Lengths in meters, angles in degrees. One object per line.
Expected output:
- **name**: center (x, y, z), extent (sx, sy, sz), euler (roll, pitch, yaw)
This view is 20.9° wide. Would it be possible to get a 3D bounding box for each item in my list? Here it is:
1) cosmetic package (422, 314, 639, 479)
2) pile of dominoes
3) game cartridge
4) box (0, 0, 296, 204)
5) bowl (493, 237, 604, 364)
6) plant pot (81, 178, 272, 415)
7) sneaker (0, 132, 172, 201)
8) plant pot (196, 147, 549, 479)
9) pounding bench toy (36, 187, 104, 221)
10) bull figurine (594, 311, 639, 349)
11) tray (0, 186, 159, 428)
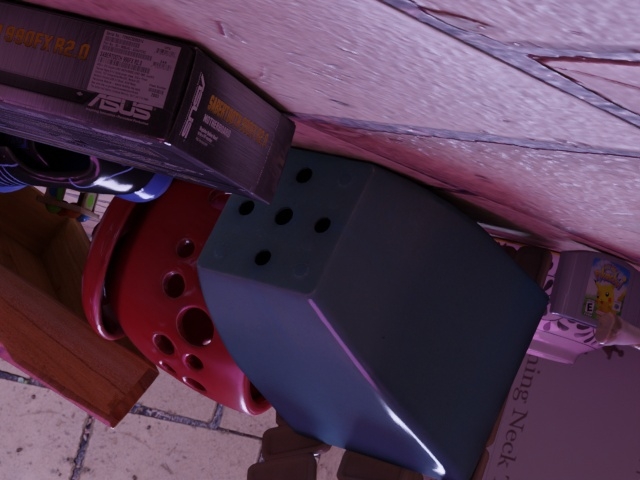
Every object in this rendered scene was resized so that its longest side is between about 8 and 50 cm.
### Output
- **cosmetic package**: center (0.297, 0.232, 1.636), extent (0.327, 0.329, 0.394), euler (20, 173, -41)
- **pile of dominoes**: center (0.066, 0.114, 1.373), extent (0.196, 0.251, 0.040), euler (5, 149, 32)
- **game cartridge**: center (0.207, 0.038, 1.290), extent (0.083, 0.056, 0.017), euler (18, 169, -33)
- **box**: center (-0.149, -0.088, 1.005), extent (0.231, 0.056, 0.183), euler (15, 176, 18)
- **bowl**: center (0.188, 0.056, 1.455), extent (0.170, 0.080, 0.170), euler (15, 175, 1)
- **plant pot**: center (-0.089, 0.025, 1.444), extent (0.174, 0.191, 0.191), euler (25, 178, 15)
- **sneaker**: center (-0.222, -0.079, 1.307), extent (0.232, 0.081, 0.090), euler (6, 168, 30)
- **plant pot**: center (0.027, 0.040, 1.256), extent (0.166, 0.165, 0.234), euler (14, 159, 35)
- **pounding bench toy**: center (-0.254, -0.057, 1.756), extent (0.052, 0.065, 0.083), euler (15, 175, 16)
- **bull figurine**: center (0.303, 0.065, 1.010), extent (0.188, 0.101, 0.310), euler (22, 172, -18)
- **tray**: center (-0.293, 0.017, 1.643), extent (0.203, 0.076, 0.411), euler (37, -174, -27)
